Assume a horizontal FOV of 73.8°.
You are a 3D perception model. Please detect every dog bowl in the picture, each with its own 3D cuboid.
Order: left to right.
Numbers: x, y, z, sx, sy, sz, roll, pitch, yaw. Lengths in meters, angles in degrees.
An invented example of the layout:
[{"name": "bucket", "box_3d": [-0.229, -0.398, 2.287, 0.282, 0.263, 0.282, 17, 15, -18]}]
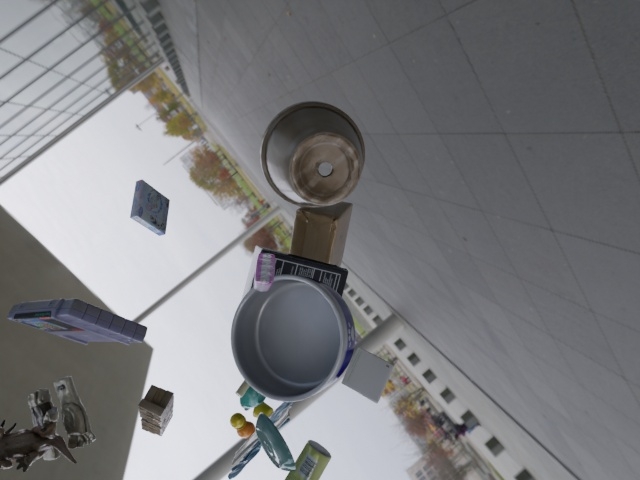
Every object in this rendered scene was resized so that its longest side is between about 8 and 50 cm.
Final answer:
[{"name": "dog bowl", "box_3d": [-0.059, 0.210, 0.946, 0.265, 0.265, 0.104, 50, -170, 19]}]

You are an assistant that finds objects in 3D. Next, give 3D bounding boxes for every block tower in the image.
[{"name": "block tower", "box_3d": [-0.616, 0.646, 1.610, 0.090, 0.097, 0.336, 24, 142, -2]}]

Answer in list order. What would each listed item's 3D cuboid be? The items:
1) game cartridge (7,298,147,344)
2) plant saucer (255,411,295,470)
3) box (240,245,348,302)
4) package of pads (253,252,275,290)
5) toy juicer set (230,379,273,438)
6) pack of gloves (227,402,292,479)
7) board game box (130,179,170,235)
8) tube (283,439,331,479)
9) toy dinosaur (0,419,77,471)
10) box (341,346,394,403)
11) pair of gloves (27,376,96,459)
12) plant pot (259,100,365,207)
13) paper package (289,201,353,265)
[{"name": "game cartridge", "box_3d": [-0.686, 0.233, 1.189, 0.354, 0.068, 0.230, -9, 151, 34]}, {"name": "plant saucer", "box_3d": [-0.089, 0.379, 0.791, 0.119, 0.021, 0.120, 38, 142, 38]}, {"name": "box", "box_3d": [-0.102, 0.194, 1.404, 0.293, 0.297, 0.182, 16, 179, -17]}, {"name": "package of pads", "box_3d": [-0.094, 0.054, 0.714, 0.031, 0.050, 0.083, 9, 163, -8]}, {"name": "toy juicer set", "box_3d": [-0.273, 0.586, 1.589, 0.089, 0.209, 0.329, 15, 119, 28]}, {"name": "pack of gloves", "box_3d": [-0.145, 0.531, 1.135, 0.046, 0.232, 0.195, 43, 176, 1]}, {"name": "board game box", "box_3d": [-0.363, -0.069, 0.914, 0.090, 0.019, 0.090, 51, -149, -57]}, {"name": "tube", "box_3d": [-0.064, 0.543, 0.896, 0.062, 0.240, 0.070, 32, 171, 0]}, {"name": "toy dinosaur", "box_3d": [-0.795, 0.543, 1.137, 0.200, 0.295, 0.127, 128, 146, -57]}, {"name": "box", "box_3d": [0.119, 0.336, 1.067, 0.101, 0.101, 0.087, 25, 167, 13]}, {"name": "pair of gloves", "box_3d": [-0.747, 0.508, 1.221, 0.042, 0.240, 0.204, -7, -109, -64]}, {"name": "plant pot", "box_3d": [-0.005, -0.224, 1.207, 0.323, 0.323, 0.280, 53, -176, -21]}, {"name": "paper package", "box_3d": [0.000, 0.000, 1.702, 0.168, 0.310, 0.325, 13, -161, 10]}]
